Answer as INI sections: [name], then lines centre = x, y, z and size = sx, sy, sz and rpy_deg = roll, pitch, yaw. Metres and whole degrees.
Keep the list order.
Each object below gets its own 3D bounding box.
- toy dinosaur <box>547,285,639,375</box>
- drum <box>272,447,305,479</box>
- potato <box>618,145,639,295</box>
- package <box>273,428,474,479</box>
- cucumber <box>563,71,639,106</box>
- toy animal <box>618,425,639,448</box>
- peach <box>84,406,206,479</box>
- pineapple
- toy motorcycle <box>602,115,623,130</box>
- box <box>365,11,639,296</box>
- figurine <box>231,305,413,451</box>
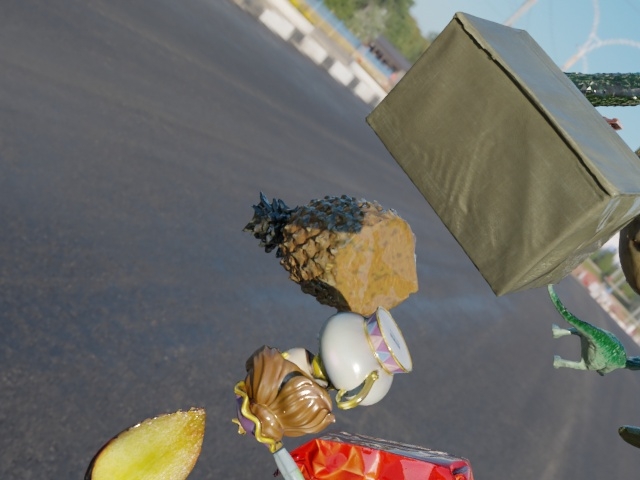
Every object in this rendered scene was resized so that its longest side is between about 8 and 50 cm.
[toy dinosaur]
centre = 0.416, 0.167, 1.489
size = 0.383, 0.129, 0.076
rpy_deg = 25, 55, -43
[drum]
centre = 0.003, 0.475, 1.551
size = 0.049, 0.130, 0.253
rpy_deg = -27, 98, -37
[potato]
centre = 0.523, -0.036, 1.336
size = 0.164, 0.263, 0.165
rpy_deg = 6, -7, 1
[package]
centre = 0.128, 0.482, 1.877
size = 0.423, 0.123, 0.196
rpy_deg = 10, -6, 11
[cucumber]
centre = 0.315, -0.178, 1.070
size = 0.256, 0.044, 0.043
rpy_deg = -3, 51, -13
[toy animal]
centre = 0.567, 0.295, 1.374
size = 0.363, 0.181, 0.180
rpy_deg = -1, 40, -49
[peach]
centre = -0.315, 0.381, 1.631
size = 0.189, 0.279, 0.068
rpy_deg = 43, 4, -43
[pineapple]
centre = 0.000, 0.000, 1.613
size = 0.202, 0.202, 0.362
rpy_deg = 37, -8, -41
[toy motorcycle]
centre = 0.465, -0.214, 1.675
size = 0.084, 0.118, 0.212
rpy_deg = 36, -7, -37
[box]
centre = 0.190, -0.085, 0.891
size = 0.155, 0.149, 0.231
rpy_deg = -6, 55, -52
[figurine]
centre = -0.008, 0.195, 1.278
size = 0.142, 0.263, 0.189
rpy_deg = 58, 14, -19
